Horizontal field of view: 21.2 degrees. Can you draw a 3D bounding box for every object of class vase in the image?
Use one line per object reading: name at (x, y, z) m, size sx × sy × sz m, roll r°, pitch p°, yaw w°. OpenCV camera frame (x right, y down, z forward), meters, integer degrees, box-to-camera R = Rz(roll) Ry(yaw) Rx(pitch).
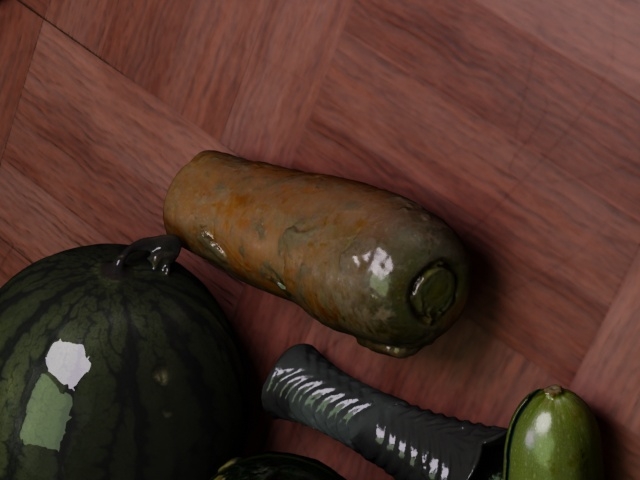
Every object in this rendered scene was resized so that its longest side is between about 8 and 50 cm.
vase at (0.060, 0.168, 1.515) m, size 0.237 × 0.115 × 0.115 m, roll 26°, pitch 115°, yaw 34°

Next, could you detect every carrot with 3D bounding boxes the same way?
carrot at (0.000, 0.000, 1.498) m, size 0.302 × 0.139 × 0.138 m, roll 26°, pitch 116°, yaw 37°

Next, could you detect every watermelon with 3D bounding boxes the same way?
watermelon at (-0.204, 0.157, 1.589) m, size 0.279 × 0.279 × 0.359 m, roll 29°, pitch 123°, yaw 28°

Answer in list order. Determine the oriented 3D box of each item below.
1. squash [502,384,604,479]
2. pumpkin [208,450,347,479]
squash at (0.190, 0.281, 1.447) m, size 0.094 × 0.094 × 0.341 m, roll 15°, pitch 108°, yaw 33°
pumpkin at (-0.001, 0.322, 1.468) m, size 0.207 × 0.300 × 0.300 m, roll -46°, pitch 72°, yaw 11°
